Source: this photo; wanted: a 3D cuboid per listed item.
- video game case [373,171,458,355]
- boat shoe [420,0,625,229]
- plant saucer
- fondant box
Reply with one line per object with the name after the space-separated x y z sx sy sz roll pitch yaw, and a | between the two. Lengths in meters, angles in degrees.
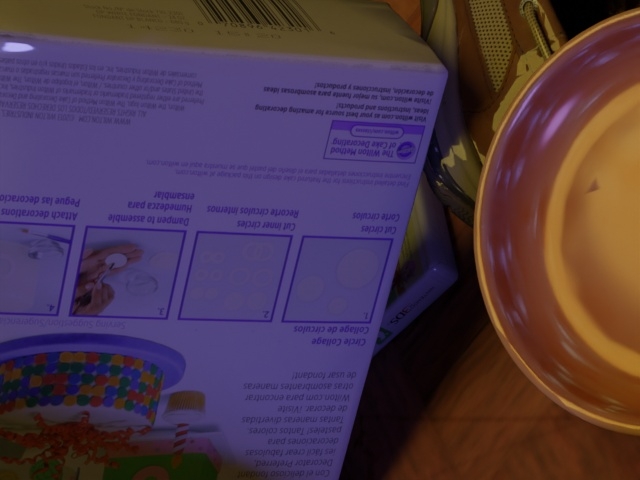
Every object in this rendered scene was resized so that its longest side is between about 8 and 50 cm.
0.000 0.000 1.211 0.193 0.023 0.212 -44 36 31 | video game case
0.118 -0.153 1.063 0.120 0.122 0.324 -28 56 36 | boat shoe
0.163 -0.009 0.902 0.200 0.037 0.200 -7 78 36 | plant saucer
-0.093 0.033 1.024 0.096 0.238 0.330 -125 43 -55 | fondant box
